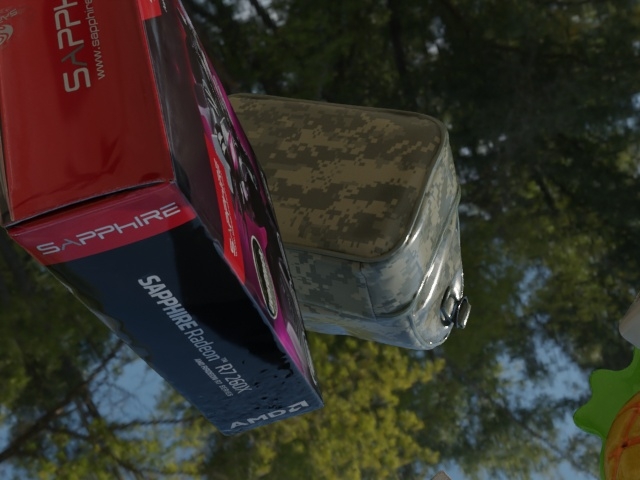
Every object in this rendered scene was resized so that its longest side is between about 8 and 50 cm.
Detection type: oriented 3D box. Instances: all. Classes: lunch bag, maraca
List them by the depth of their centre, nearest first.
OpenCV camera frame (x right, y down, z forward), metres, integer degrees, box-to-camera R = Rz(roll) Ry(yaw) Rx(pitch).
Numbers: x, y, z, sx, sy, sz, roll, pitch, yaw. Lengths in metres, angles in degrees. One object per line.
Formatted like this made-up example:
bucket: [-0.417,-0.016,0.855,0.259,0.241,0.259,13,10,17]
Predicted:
maraca: [0.241,0.137,0.638,0.127,0.099,0.186,-35,-146,10]
lunch bag: [0.000,0.000,1.043,0.305,0.256,0.213,9,-126,24]

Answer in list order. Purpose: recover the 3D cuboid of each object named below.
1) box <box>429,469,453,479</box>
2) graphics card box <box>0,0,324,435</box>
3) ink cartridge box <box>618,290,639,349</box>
box: [0.027,0.251,0.687,0.145,0.038,0.186,-39,165,-31]
graphics card box: [-0.097,-0.031,0.645,0.094,0.371,0.233,-17,-119,2]
ink cartridge box: [0.268,0.015,0.452,0.087,0.153,0.208,-46,169,-34]
